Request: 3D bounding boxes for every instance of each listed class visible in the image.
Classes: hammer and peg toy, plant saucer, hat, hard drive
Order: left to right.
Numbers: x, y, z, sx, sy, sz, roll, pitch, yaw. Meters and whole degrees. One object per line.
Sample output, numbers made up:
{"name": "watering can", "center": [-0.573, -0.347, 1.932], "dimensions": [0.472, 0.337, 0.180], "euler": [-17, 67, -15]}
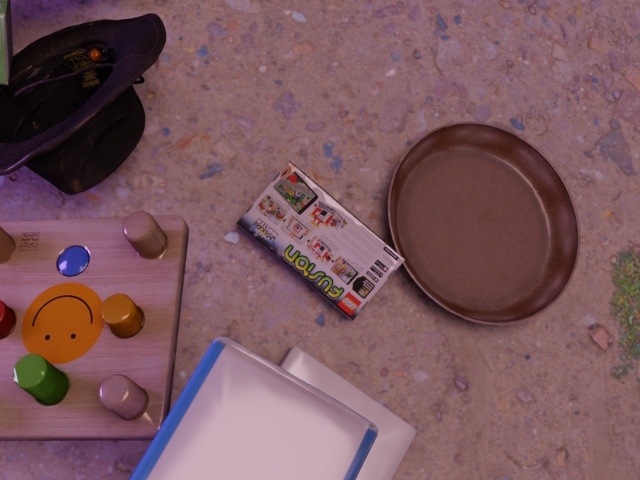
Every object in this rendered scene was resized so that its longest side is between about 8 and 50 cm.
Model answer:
{"name": "hammer and peg toy", "center": [-0.332, 0.087, 0.948], "dimensions": [0.361, 0.127, 0.266], "euler": [-1, 64, 8]}
{"name": "hat", "center": [-0.310, -0.145, 1.061], "dimensions": [0.331, 0.331, 0.134], "euler": [-42, 131, -24]}
{"name": "hard drive", "center": [-0.034, 0.317, 1.084], "dimensions": [0.203, 0.040, 0.307], "euler": [35, 67, -5]}
{"name": "plant saucer", "center": [0.237, -0.024, 1.268], "dimensions": [0.310, 0.050, 0.310], "euler": [5, 73, -15]}

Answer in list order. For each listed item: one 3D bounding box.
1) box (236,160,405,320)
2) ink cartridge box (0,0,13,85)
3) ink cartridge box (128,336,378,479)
{"name": "box", "center": [0.000, 0.000, 1.167], "dimensions": [0.207, 0.036, 0.114], "euler": [41, 93, -3]}
{"name": "ink cartridge box", "center": [-0.490, -0.257, 1.043], "dimensions": [0.212, 0.154, 0.093], "euler": [-2, 118, -16]}
{"name": "ink cartridge box", "center": [-0.116, 0.292, 0.832], "dimensions": [0.166, 0.395, 0.285], "euler": [30, 67, 0]}
